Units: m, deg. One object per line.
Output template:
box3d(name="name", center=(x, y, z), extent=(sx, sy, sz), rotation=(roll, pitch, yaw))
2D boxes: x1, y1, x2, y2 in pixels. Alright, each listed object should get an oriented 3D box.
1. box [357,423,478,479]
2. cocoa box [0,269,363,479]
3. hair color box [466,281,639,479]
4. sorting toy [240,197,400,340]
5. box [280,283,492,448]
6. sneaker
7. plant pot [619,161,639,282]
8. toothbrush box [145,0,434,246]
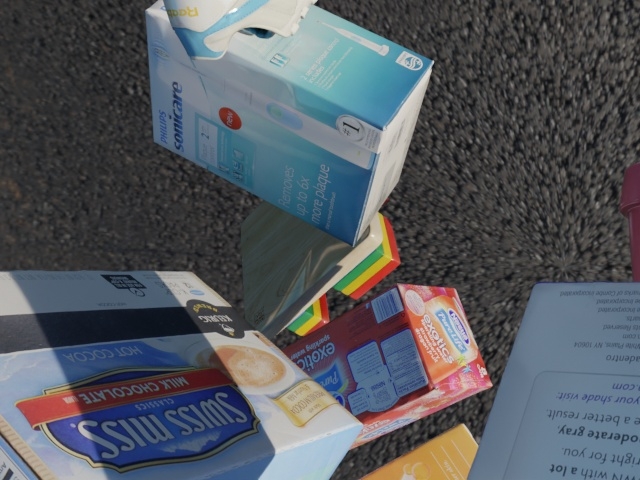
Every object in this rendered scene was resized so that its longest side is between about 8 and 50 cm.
box3d(name="box", center=(0.088, 0.425, 1.071), extent=(0.345, 0.168, 0.215), rotation=(-25, 58, -17))
box3d(name="cocoa box", center=(-0.173, 0.175, 0.621), extent=(0.228, 0.347, 0.231), rotation=(37, 104, 24))
box3d(name="hair color box", center=(0.141, 0.181, 0.346), extent=(0.185, 0.110, 0.338), rotation=(-3, 50, 46))
box3d(name="sorting toy", center=(0.000, 0.000, 1.234), extent=(0.257, 0.089, 0.255), rotation=(-43, 35, 28))
box3d(name="box", center=(0.053, 0.162, 1.003), extent=(0.257, 0.123, 0.128), rotation=(-34, 63, 34))
box3d(name="sneaker", center=(-0.038, -0.226, 0.723), extent=(0.087, 0.229, 0.092), rotation=(18, 130, 46))
box3d(name="plant pot", center=(0.456, 0.012, 1.014), extent=(0.202, 0.201, 0.180), rotation=(8, 81, 16))
box3d(name="toothbrush box", center=(-0.045, -0.158, 0.986), extent=(0.296, 0.216, 0.126), rotation=(29, 56, 11))
